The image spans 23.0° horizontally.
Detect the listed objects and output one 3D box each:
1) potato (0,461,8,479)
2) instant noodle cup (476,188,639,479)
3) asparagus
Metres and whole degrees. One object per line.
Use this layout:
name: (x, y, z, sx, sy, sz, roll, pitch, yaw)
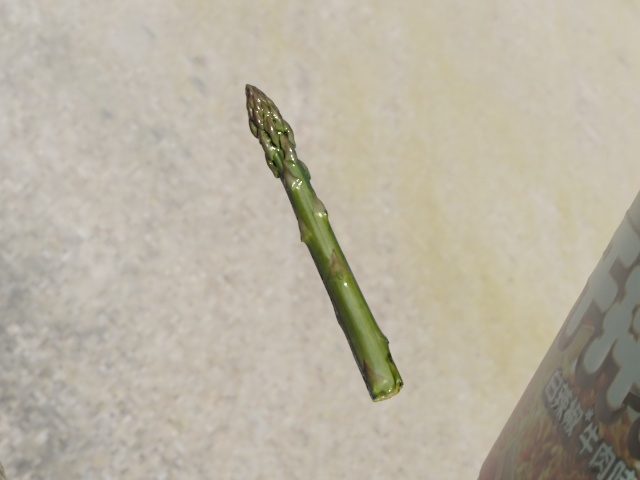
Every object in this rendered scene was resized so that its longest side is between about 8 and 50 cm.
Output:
potato: (-0.394, 0.207, 1.319, 0.237, 0.301, 0.288, 25, 18, 40)
instant noodle cup: (0.224, 0.054, 0.613, 0.294, 0.308, 0.294, 26, 22, -12)
asparagus: (0.000, 0.000, 0.525, 0.114, 0.014, 0.015, 65, -13, 7)
